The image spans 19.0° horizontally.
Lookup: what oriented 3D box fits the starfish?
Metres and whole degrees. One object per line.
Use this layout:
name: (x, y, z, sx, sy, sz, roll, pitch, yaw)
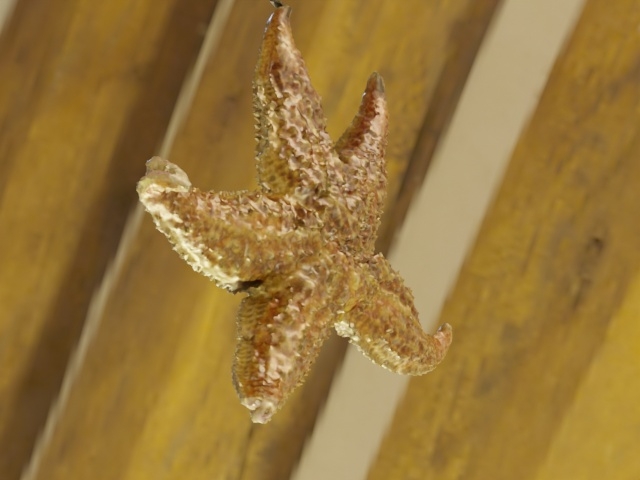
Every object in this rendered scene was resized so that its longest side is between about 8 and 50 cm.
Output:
starfish: (0.001, 0.000, 0.933, 0.043, 0.240, 0.227, -10, -123, 34)
